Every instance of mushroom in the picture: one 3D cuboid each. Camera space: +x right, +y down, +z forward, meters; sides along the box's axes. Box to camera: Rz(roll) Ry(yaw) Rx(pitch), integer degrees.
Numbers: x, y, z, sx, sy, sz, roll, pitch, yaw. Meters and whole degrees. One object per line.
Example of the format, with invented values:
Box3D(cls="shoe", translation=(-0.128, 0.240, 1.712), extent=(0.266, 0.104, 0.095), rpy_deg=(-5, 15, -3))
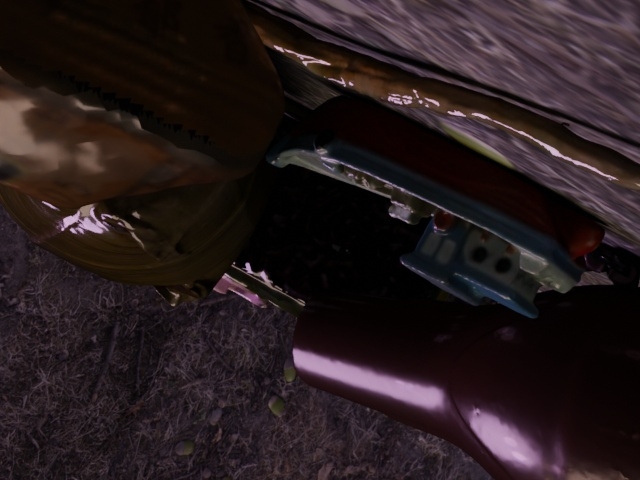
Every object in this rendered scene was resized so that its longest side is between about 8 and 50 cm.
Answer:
Box3D(cls="mushroom", translation=(0.038, -0.047, 0.490), extent=(0.026, 0.028, 0.286), rpy_deg=(-23, -144, -33))

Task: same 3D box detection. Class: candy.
Box3D(cls="candy", translation=(-0.121, -0.097, 0.506), extent=(0.143, 0.101, 0.271), rpy_deg=(23, -171, -31))

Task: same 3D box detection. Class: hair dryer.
Box3D(cls="hair dryer", translation=(0.193, 0.099, 0.810), extent=(0.340, 0.123, 0.313), rpy_deg=(15, 177, -41))

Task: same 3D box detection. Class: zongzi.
Box3D(cls="zongzi", translation=(-0.162, -0.097, 0.768), extent=(0.300, 0.145, 0.274), rpy_deg=(36, 176, 4))

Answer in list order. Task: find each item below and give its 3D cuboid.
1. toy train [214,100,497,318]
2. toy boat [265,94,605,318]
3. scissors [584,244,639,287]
Box3D(cls="toy train", translation=(0.000, 0.000, 0.978), extent=(0.261, 0.134, 0.177), rpy_deg=(30, 180, 11))
Box3D(cls="toy boat", translation=(0.046, -0.017, 0.683), extent=(0.173, 0.058, 0.069), rpy_deg=(30, 180, 29))
Box3D(cls="scissors", translation=(0.146, 0.014, 0.748), extent=(0.039, 0.012, 0.113), rpy_deg=(29, 179, 10))
